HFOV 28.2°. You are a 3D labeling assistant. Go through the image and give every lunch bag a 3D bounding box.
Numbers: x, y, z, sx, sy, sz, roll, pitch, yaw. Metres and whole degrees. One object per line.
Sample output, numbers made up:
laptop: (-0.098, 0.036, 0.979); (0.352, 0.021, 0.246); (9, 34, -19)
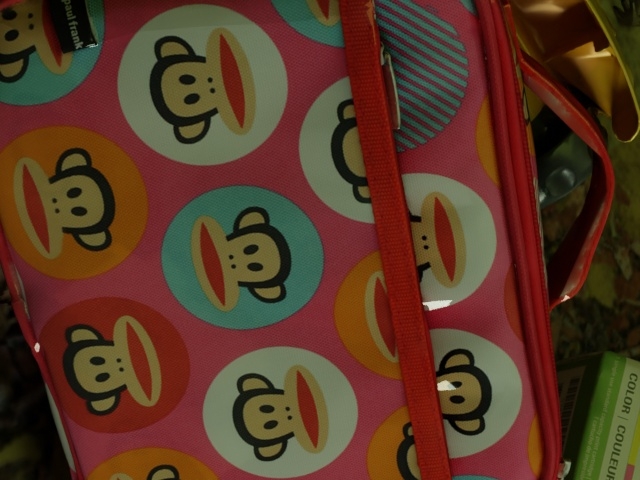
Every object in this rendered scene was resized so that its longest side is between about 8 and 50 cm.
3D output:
lunch bag: (0.000, 0.000, 0.562); (0.258, 0.120, 0.293); (-10, 112, 5)

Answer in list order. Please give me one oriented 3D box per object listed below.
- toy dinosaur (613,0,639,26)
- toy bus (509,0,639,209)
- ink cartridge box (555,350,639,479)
toy dinosaur: (0.259, -0.188, 0.923); (0.092, 0.053, 0.183); (-28, 105, -38)
toy bus: (0.048, -0.101, 0.690); (0.149, 0.220, 0.211); (54, 25, -19)
ink cartridge box: (0.251, 0.200, 0.811); (0.255, 0.097, 0.189); (20, 75, -10)
